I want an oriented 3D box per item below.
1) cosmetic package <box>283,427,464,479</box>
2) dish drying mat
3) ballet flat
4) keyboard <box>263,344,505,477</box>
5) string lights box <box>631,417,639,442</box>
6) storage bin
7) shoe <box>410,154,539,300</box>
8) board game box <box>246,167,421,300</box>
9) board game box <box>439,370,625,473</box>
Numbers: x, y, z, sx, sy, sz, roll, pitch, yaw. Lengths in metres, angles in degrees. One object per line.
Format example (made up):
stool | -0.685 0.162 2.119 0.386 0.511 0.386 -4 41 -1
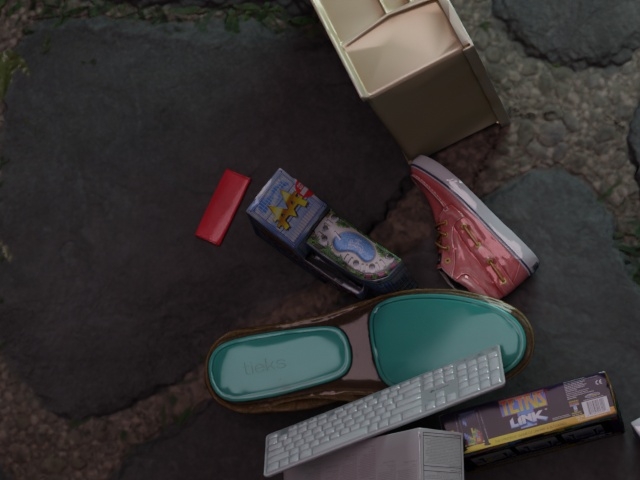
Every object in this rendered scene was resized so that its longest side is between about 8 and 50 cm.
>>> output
cosmetic package | 0.050 0.251 1.844 0.239 0.060 0.099 -19 65 54
dish drying mat | -0.108 -0.037 2.051 0.032 0.008 0.083 23 81 16
ballet flat | 0.053 0.121 1.915 0.342 0.124 0.116 -11 80 9
keyboard | 0.061 0.168 1.818 0.256 0.072 0.014 -23 110 12
string lights box | 0.434 0.253 1.824 0.133 0.077 0.260 -34 72 2
storage bin | 0.070 -0.240 1.929 0.123 0.262 0.260 -28 72 7
shoe | 0.141 -0.007 1.959 0.081 0.063 0.178 -44 76 -6
board game box | 0.000 0.000 1.920 0.194 0.194 0.060 35 86 18
board game box | 0.214 0.183 1.855 0.170 0.141 0.048 -16 75 8
